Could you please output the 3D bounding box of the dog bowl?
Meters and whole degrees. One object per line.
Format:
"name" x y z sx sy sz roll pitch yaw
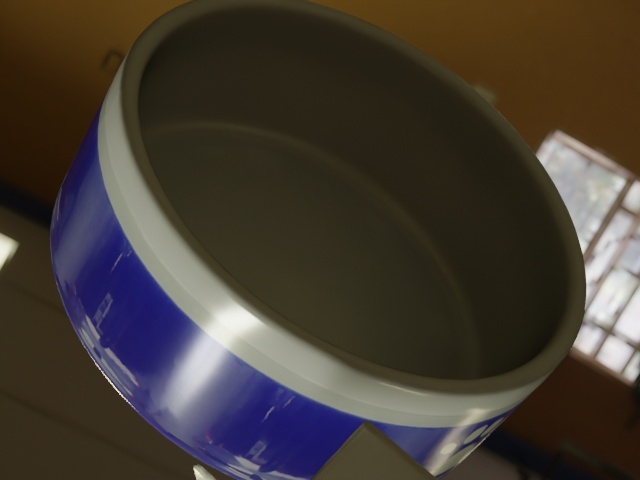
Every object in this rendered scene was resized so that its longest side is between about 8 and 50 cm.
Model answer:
"dog bowl" 0.000 0.000 0.858 0.265 0.104 0.265 20 -139 -19

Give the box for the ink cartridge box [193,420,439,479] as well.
"ink cartridge box" 0.038 0.139 0.646 0.180 0.060 0.104 39 161 17
